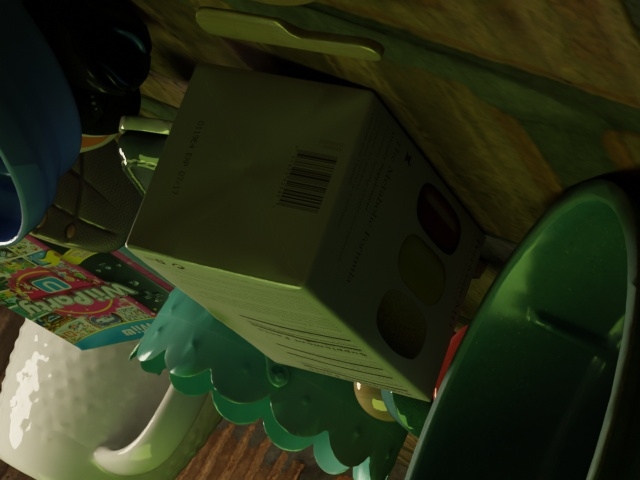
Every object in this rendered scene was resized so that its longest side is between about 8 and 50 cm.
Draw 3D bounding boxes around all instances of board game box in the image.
[{"bbox_3d":[-0.270,-0.001,1.814,0.224,0.097,0.303,-14,145,37],"label":"board game box"}]

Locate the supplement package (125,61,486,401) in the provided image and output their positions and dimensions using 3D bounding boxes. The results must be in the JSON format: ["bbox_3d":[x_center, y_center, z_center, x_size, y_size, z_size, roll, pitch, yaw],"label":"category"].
[{"bbox_3d":[0.000,0.000,1.167,0.134,0.139,0.244,13,165,27],"label":"supplement package"}]

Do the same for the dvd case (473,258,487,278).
[{"bbox_3d":[0.010,-0.029,1.378,0.221,0.018,0.164,31,169,-15],"label":"dvd case"}]

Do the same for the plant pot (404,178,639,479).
[{"bbox_3d":[0.247,0.183,0.999,0.334,0.341,0.341,22,171,-8],"label":"plant pot"}]

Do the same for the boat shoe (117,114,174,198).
[{"bbox_3d":[-0.067,-0.004,1.322,0.116,0.099,0.319,11,165,24],"label":"boat shoe"}]

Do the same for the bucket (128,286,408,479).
[{"bbox_3d":[-0.019,0.092,1.589,0.281,0.183,0.281,27,169,6],"label":"bucket"}]

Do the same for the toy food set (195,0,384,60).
[{"bbox_3d":[-0.042,-0.160,0.830,0.132,0.038,0.192,14,159,30],"label":"toy food set"}]

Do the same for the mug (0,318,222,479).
[{"bbox_3d":[-0.221,0.161,2.063,0.276,0.328,0.374,32,169,-23],"label":"mug"}]

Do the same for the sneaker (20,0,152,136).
[{"bbox_3d":[-0.157,-0.117,1.208,0.121,0.079,0.217,24,168,30],"label":"sneaker"}]

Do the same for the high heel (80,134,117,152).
[{"bbox_3d":[-0.253,-0.149,1.389,0.117,0.082,0.244,53,-164,30],"label":"high heel"}]

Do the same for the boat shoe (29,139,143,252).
[{"bbox_3d":[-0.302,-0.110,1.576,0.355,0.132,0.130,35,-179,10],"label":"boat shoe"}]

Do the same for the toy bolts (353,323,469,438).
[{"bbox_3d":[0.132,0.153,1.332,0.228,0.218,0.158,24,164,-33],"label":"toy bolts"}]

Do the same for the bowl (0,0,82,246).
[{"bbox_3d":[-0.319,-0.159,1.170,0.391,0.077,0.391,36,159,17],"label":"bowl"}]
